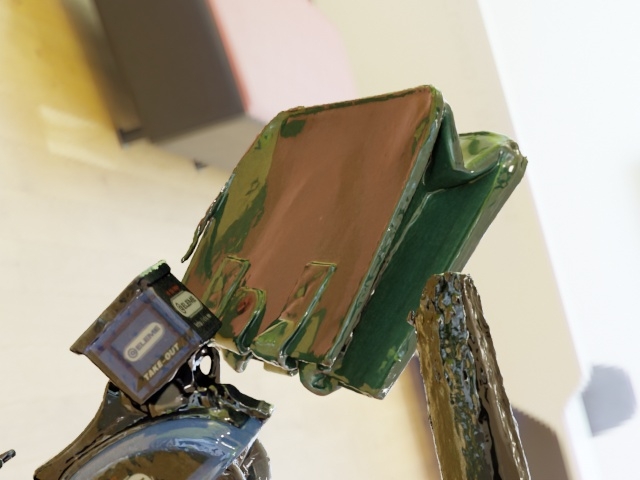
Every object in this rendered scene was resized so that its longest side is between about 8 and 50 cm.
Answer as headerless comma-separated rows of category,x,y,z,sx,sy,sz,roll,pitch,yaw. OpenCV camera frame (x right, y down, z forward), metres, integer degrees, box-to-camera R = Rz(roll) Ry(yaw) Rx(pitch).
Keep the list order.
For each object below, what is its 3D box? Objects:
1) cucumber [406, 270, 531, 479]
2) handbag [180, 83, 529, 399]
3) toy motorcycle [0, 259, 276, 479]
cucumber,0.060,0.079,0.538,0.034,0.033,0.134,69,9,-76
handbag,0.000,-0.001,1.119,0.089,0.238,0.326,35,-14,-24
toy motorcycle,-0.190,0.200,1.092,0.212,0.358,0.125,45,11,1
